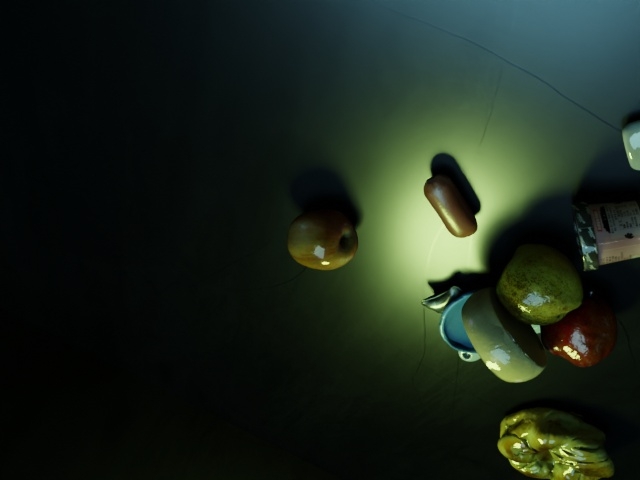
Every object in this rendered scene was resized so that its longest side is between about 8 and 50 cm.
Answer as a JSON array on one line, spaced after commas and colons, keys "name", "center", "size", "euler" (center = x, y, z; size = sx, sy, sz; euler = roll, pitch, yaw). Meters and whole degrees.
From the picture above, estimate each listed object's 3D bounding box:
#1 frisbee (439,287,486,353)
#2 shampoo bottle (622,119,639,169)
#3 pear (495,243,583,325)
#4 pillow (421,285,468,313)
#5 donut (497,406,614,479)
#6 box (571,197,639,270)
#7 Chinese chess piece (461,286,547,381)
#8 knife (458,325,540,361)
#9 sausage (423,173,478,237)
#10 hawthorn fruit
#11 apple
[{"name": "frisbee", "center": [0.461, 0.228, 1.445], "size": [0.242, 0.045, 0.242], "euler": [1, 121, 1]}, {"name": "shampoo bottle", "center": [0.685, -0.198, 0.916], "size": [0.221, 0.051, 0.108], "euler": [-12, 124, 36]}, {"name": "pear", "center": [0.528, 0.111, 1.204], "size": [0.197, 0.197, 0.197], "euler": [14, 138, 14]}, {"name": "pillow", "center": [0.369, 0.174, 1.458], "size": [0.091, 0.055, 0.135], "euler": [47, 133, -13]}, {"name": "donut", "center": [0.799, 0.710, 1.708], "size": [0.360, 0.170, 0.360], "euler": [15, 140, 13]}, {"name": "box", "center": [0.620, -0.019, 1.067], "size": [0.135, 0.151, 0.151], "euler": [-11, 127, 26]}, {"name": "Chinese chess piece", "center": [0.466, 0.240, 1.280], "size": [0.251, 0.251, 0.097], "euler": [42, 118, -17]}, {"name": "knife", "center": [0.550, 0.285, 1.501], "size": [0.080, 0.044, 0.331], "euler": [47, 130, -7]}, {"name": "sausage", "center": [0.315, -0.081, 1.213], "size": [0.077, 0.077, 0.194], "euler": [-18, 122, 39]}, {"name": "hawthorn fruit", "center": [0.658, 0.208, 1.270], "size": [0.185, 0.185, 0.202], "euler": [11, 118, 18]}, {"name": "apple", "center": [0.000, 0.000, 1.391], "size": [0.199, 0.199, 0.199], "euler": [14, 138, 14]}]
